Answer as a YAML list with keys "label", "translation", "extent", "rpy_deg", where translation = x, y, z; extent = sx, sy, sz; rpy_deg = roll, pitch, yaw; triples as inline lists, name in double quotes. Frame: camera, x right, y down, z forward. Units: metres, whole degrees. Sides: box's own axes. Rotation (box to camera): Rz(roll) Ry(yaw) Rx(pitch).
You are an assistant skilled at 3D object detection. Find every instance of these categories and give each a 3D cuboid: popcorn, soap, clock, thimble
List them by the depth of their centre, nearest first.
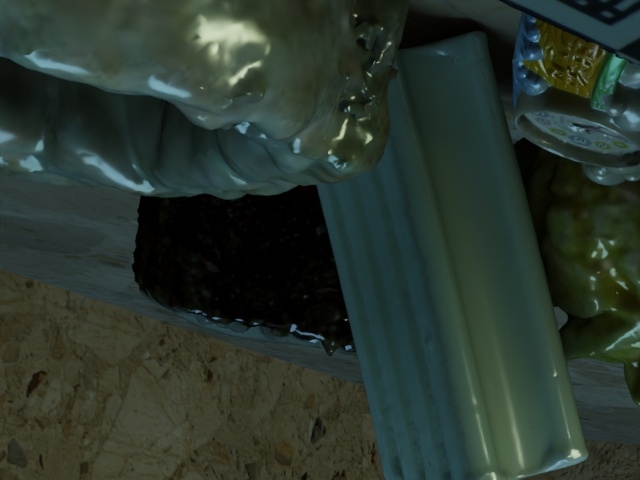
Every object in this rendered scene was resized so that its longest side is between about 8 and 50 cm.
- label: "thimble"
  translation: [-0.100, -0.133, 0.707]
  extent: [0.291, 0.195, 0.291]
  rpy_deg: [8, 172, 1]
- label: "clock"
  translation: [0.175, -0.085, 0.901]
  extent: [0.144, 0.103, 0.231]
  rpy_deg: [19, 170, 11]
- label: "soap"
  translation: [0.073, 0.018, 1.098]
  extent: [0.087, 0.265, 0.160]
  rpy_deg: [-13, 178, -19]
- label: "popcorn"
  translation: [0.210, -0.001, 1.107]
  extent: [0.167, 0.185, 0.187]
  rpy_deg: [-25, 117, 40]

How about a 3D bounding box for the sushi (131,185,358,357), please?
- label: "sushi"
  translation: [0.000, 0.000, 1.390]
  extent: [0.343, 0.182, 0.196]
  rpy_deg: [15, 174, -12]

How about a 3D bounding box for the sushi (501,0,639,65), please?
- label: "sushi"
  translation: [0.295, -0.117, 0.673]
  extent: [0.359, 0.064, 0.343]
  rpy_deg: [21, 157, -22]
